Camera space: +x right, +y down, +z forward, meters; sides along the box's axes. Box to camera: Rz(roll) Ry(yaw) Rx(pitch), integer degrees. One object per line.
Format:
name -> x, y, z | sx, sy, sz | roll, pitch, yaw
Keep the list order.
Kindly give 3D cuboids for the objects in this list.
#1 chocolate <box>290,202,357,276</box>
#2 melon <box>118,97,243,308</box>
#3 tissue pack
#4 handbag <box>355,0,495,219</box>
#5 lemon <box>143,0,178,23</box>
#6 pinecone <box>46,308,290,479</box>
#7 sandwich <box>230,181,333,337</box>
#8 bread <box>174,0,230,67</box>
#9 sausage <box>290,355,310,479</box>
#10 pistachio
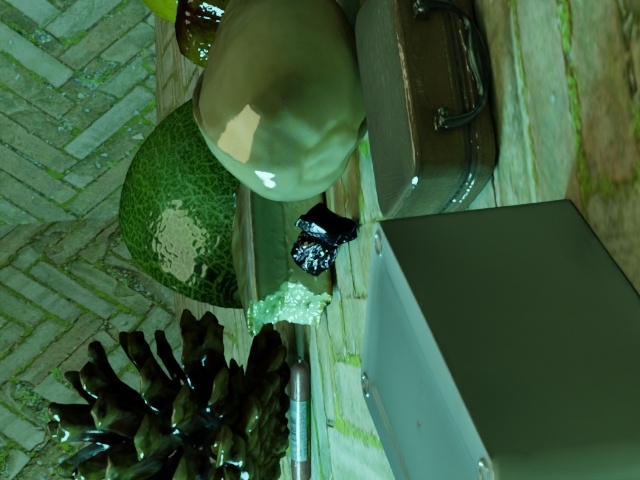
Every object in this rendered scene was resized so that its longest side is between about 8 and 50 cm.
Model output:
chocolate -> 0.003, 0.000, 1.428 | 0.147, 0.072, 0.070 | 125, 136, -80
melon -> -0.158, -0.053, 1.946 | 0.226, 0.331, 0.343 | 48, -175, -36
tissue pack -> 0.121, 0.104, 0.752 | 0.246, 0.136, 0.159 | -110, 20, -53
handbag -> 0.083, -0.123, 0.996 | 0.151, 0.072, 0.193 | 122, 143, -71
lemon -> -0.216, -0.459, 1.997 | 0.188, 0.188, 0.257 | -138, 46, -73
pinecone -> -0.222, 0.267, 1.806 | 0.384, 0.384, 0.384 | 175, 90, -78
sandwich -> -0.047, 0.002, 1.572 | 0.186, 0.108, 0.220 | -107, 20, -45
bread -> -0.133, -0.353, 1.762 | 0.247, 0.135, 0.232 | -114, 35, -67
sausage -> -0.029, 0.268, 1.776 | 0.029, 0.029, 0.223 | -121, 29, -64
pistachio -> -0.045, -0.165, 1.303 | 0.299, 0.187, 0.187 | -102, 13, -49
